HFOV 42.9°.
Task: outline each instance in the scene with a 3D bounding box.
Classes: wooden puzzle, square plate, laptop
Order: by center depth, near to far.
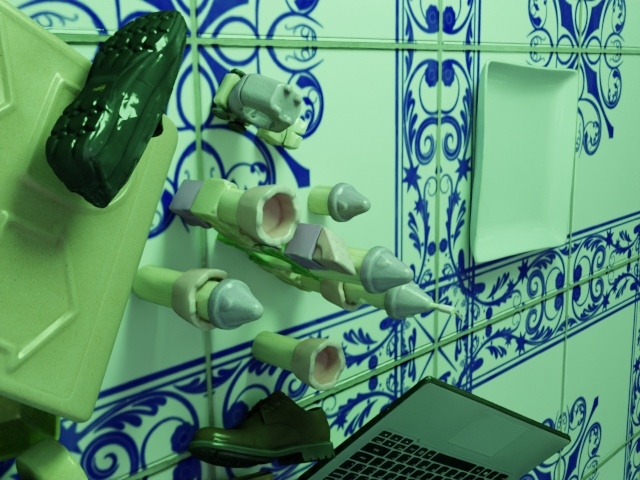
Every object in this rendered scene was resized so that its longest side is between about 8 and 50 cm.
[{"bbox_3d":[-0.294,-0.043,0.709,0.348,0.081,0.322,39,55,-45],"label":"wooden puzzle"},{"bbox_3d":[0.166,0.449,1.190,0.382,0.236,0.408,28,118,-39],"label":"laptop"},{"bbox_3d":[0.369,-0.147,1.491,0.347,0.049,0.343,-8,103,-47],"label":"square plate"}]

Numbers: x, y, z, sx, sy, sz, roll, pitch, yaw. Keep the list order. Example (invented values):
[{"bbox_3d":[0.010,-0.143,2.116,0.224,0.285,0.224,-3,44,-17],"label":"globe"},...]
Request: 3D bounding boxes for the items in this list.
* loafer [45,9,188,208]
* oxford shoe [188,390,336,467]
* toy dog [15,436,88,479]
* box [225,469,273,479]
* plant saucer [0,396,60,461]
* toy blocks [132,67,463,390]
[{"bbox_3d":[-0.178,-0.128,0.758,0.078,0.076,0.223,65,35,-46],"label":"loafer"},{"bbox_3d":[-0.079,0.245,1.058,0.227,0.083,0.096,11,66,-47],"label":"oxford shoe"},{"bbox_3d":[-0.254,0.347,0.772,0.220,0.161,0.333,-46,135,-20],"label":"toy dog"},{"bbox_3d":[-0.127,0.407,1.030,0.164,0.021,0.201,-3,92,-40],"label":"box"},{"bbox_3d":[-0.336,0.118,0.756,0.188,0.045,0.188,-4,100,-48],"label":"plant saucer"},{"bbox_3d":[0.000,0.000,0.948,0.289,0.260,0.308,36,70,-45],"label":"toy blocks"}]
